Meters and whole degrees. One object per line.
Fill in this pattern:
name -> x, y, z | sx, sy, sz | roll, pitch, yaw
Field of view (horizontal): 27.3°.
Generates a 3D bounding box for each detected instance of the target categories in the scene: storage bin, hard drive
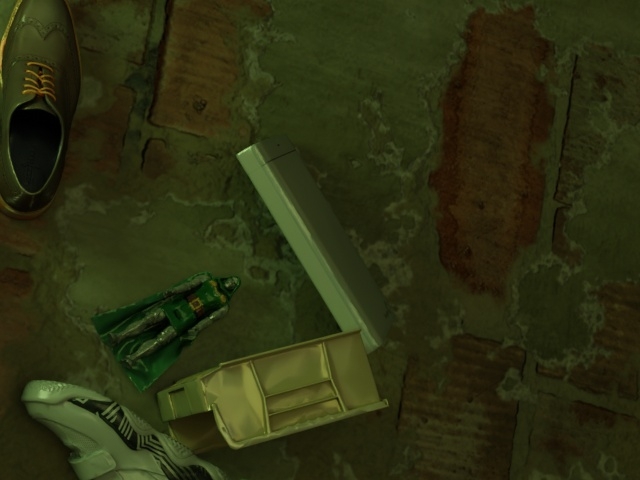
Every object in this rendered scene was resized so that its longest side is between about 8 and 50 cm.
storage bin -> -0.081, 0.230, 1.947 | 0.260, 0.262, 0.123 | -13, 84, -23
hard drive -> 0.000, 0.000, 2.051 | 0.047, 0.233, 0.353 | -30, 92, 12

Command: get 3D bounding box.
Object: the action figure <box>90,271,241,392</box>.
action figure -> -0.217, 0.114, 2.028 | 0.232, 0.063, 0.137 | -33, 90, -27

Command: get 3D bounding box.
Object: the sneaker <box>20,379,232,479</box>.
sneaker -> -0.303, 0.362, 1.902 | 0.366, 0.137, 0.210 | 35, 67, -16

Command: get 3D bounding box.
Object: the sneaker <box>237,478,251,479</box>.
sneaker -> -0.072, 0.565, 1.924 | 0.185, 0.202, 0.482 | -10, 103, 20

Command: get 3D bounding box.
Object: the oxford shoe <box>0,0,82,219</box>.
oxford shoe -> -0.413, -0.218, 1.969 | 0.130, 0.133, 0.363 | 5, 78, -20
